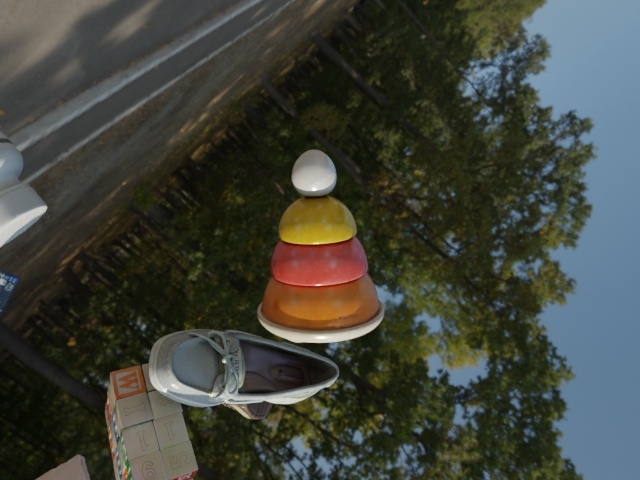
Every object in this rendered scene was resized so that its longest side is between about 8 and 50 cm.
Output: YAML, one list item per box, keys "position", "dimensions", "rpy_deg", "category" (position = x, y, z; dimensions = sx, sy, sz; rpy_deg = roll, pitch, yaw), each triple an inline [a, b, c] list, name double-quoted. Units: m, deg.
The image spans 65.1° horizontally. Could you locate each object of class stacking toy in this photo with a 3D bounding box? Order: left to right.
- position: [0.000, 0.000, 1.341]
  dimensions: [0.350, 0.480, 0.350]
  rpy_deg: [0, -167, 0]
  category: "stacking toy"

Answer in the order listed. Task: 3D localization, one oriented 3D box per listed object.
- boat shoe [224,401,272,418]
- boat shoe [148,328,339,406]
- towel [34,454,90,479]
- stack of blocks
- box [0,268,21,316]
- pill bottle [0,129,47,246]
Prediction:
- position: [-0.183, 0.311, 1.071]
  dimensions: [0.095, 0.257, 0.095]
  rpy_deg: [11, -116, 26]
  category: "boat shoe"
- position: [-0.110, 0.199, 0.786]
  dimensions: [0.103, 0.320, 0.118]
  rpy_deg: [-27, -126, 36]
  category: "boat shoe"
- position: [-0.704, 0.760, 1.239]
  dimensions: [0.331, 0.317, 0.053]
  rpy_deg: [-29, 148, -16]
  category: "towel"
- position: [-0.242, 0.352, 0.739]
  dimensions: [0.087, 0.297, 0.171]
  rpy_deg: [-7, 148, -31]
  category: "stack of blocks"
- position: [-0.942, 0.140, 1.330]
  dimensions: [0.233, 0.059, 0.183]
  rpy_deg: [58, 50, -63]
  category: "box"
- position: [-0.581, -0.137, 0.761]
  dimensions: [0.176, 0.318, 0.176]
  rpy_deg: [-37, -170, 8]
  category: "pill bottle"
